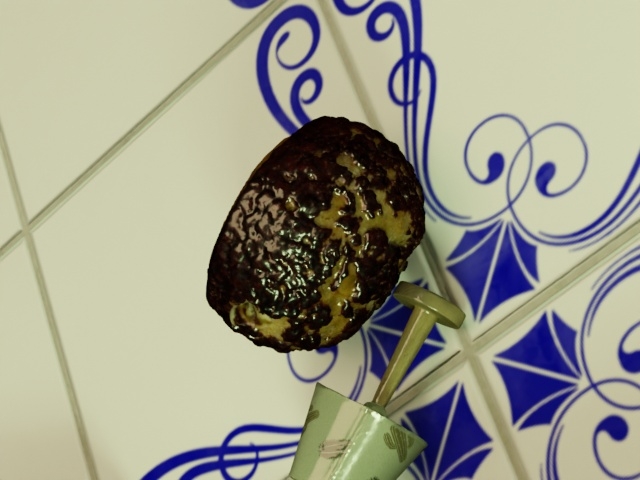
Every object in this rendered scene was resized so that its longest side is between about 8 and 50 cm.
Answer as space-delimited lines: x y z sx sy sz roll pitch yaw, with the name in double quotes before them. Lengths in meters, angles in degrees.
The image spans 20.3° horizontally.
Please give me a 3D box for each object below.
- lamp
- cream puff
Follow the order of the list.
"lamp" 0.056 0.148 1.678 0.121 0.121 0.214 19 77 44
"cream puff" 0.000 0.000 1.709 0.165 0.239 0.239 32 100 8
